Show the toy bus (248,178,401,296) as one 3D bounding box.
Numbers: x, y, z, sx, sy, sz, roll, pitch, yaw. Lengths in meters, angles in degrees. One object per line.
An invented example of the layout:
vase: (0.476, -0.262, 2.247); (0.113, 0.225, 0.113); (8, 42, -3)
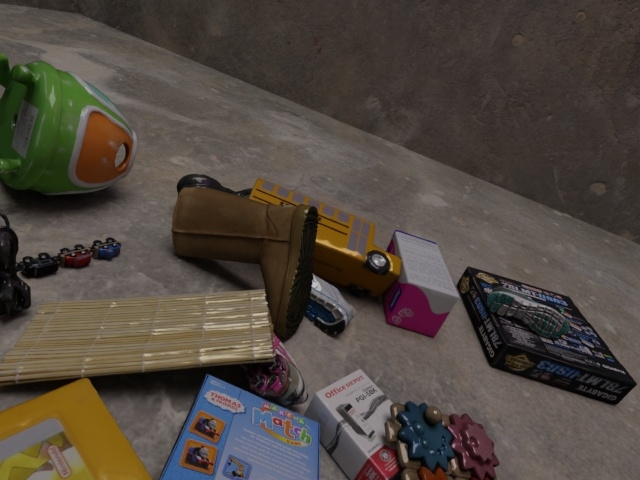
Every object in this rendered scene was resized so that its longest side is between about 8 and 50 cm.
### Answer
toy bus: (0.000, 0.000, 0.847); (0.332, 0.108, 0.130); (21, 48, -7)

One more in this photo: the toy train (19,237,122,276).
toy train: (-0.395, 0.026, 0.664); (0.036, 0.027, 0.158); (37, 31, 21)

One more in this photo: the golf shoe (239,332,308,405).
golf shoe: (-0.084, 0.171, 0.599); (0.086, 0.067, 0.186); (49, -4, -40)

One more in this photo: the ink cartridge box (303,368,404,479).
ink cartridge box: (0.058, 0.251, 0.544); (0.099, 0.056, 0.135); (-11, 41, -45)

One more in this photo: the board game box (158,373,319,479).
board game box: (-0.078, 0.242, 0.418); (0.160, 0.039, 0.211); (27, 15, -7)

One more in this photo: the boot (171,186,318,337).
boot: (-0.145, 0.031, 0.732); (0.269, 0.237, 0.089); (7, -7, 22)

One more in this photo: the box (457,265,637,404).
box: (0.490, 0.198, 0.930); (0.295, 0.074, 0.293); (17, 27, -6)

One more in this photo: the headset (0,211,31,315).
headset: (-0.574, 0.019, 0.480); (0.393, 0.186, 0.243); (-1, 28, -9)

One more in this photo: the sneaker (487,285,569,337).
sneaker: (0.437, 0.141, 0.861); (0.166, 0.065, 0.076); (28, 25, 12)

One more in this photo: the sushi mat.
sushi mat: (-0.221, 0.118, 0.545); (0.316, 0.019, 0.151); (-2, 26, -14)

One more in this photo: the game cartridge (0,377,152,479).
game cartridge: (-0.274, 0.268, 0.285); (0.285, 0.053, 0.323); (37, 29, 28)

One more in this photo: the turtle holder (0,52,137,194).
turtle holder: (-0.523, -0.200, 0.810); (0.320, 0.244, 0.227); (-8, -11, 36)

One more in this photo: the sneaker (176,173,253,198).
sneaker: (-0.193, -0.066, 0.930); (0.267, 0.101, 0.106); (9, 51, -24)

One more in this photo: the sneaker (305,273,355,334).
sneaker: (-0.013, 0.098, 0.774); (0.190, 0.071, 0.082); (41, 26, 18)

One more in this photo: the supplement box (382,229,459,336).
supplement box: (0.203, 0.086, 0.887); (0.113, 0.111, 0.220); (17, 27, -8)

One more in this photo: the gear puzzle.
gear puzzle: (0.169, 0.335, 0.423); (0.175, 0.044, 0.339); (22, 37, -21)
